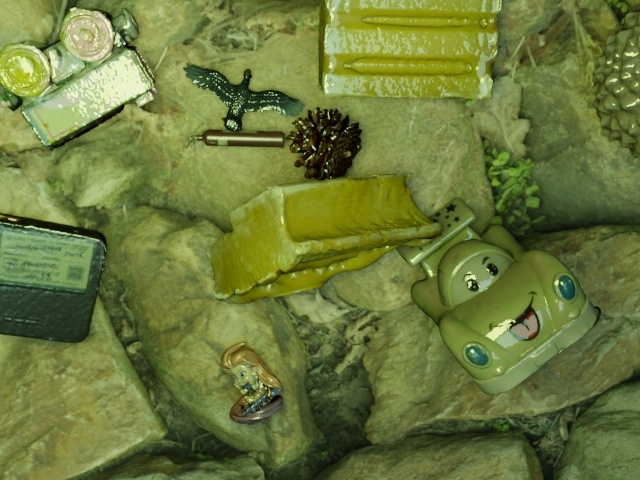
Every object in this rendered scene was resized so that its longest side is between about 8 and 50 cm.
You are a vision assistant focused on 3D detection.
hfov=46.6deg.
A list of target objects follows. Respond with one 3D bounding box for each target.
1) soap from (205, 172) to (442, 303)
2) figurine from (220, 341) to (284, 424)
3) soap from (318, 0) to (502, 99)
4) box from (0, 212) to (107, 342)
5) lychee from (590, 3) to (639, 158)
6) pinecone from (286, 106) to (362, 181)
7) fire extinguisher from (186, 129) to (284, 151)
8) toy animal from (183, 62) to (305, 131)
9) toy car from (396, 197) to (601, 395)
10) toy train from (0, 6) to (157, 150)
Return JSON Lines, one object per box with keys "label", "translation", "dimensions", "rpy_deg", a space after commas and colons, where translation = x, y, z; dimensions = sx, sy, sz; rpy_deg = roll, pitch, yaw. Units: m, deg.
{"label": "soap", "translation": [0.000, 0.000, 1.372], "dimensions": [0.338, 0.304, 0.170], "rpy_deg": [-8, 78, -36]}
{"label": "figurine", "translation": [-0.132, 0.276, 1.443], "dimensions": [0.114, 0.126, 0.157], "rpy_deg": [-1, 68, -42]}
{"label": "soap", "translation": [0.153, -0.349, 1.307], "dimensions": [0.314, 0.091, 0.199], "rpy_deg": [-2, 106, -9]}
{"label": "box", "translation": [-0.565, 0.057, 1.296], "dimensions": [0.349, 0.058, 0.212], "rpy_deg": [12, 102, -21]}
{"label": "lychee", "translation": [0.689, -0.295, 1.278], "dimensions": [0.431, 0.380, 0.381], "rpy_deg": [-10, 109, 14]}
{"label": "pinecone", "translation": [0.003, -0.171, 1.316], "dimensions": [0.120, 0.140, 0.140], "rpy_deg": [36, 99, 20]}
{"label": "fire extinguisher", "translation": [-0.151, -0.182, 1.322], "dimensions": [0.173, 0.049, 0.035], "rpy_deg": [1, 126, -6]}
{"label": "toy animal", "translation": [-0.140, -0.246, 1.298], "dimensions": [0.220, 0.062, 0.108], "rpy_deg": [20, 103, -9]}
{"label": "toy car", "translation": [0.295, 0.083, 1.331], "dimensions": [0.242, 0.336, 0.226], "rpy_deg": [-37, 107, 2]}
{"label": "toy train", "translation": [-0.398, -0.267, 1.208], "dimensions": [0.260, 0.134, 0.178], "rpy_deg": [-29, 110, 0]}
